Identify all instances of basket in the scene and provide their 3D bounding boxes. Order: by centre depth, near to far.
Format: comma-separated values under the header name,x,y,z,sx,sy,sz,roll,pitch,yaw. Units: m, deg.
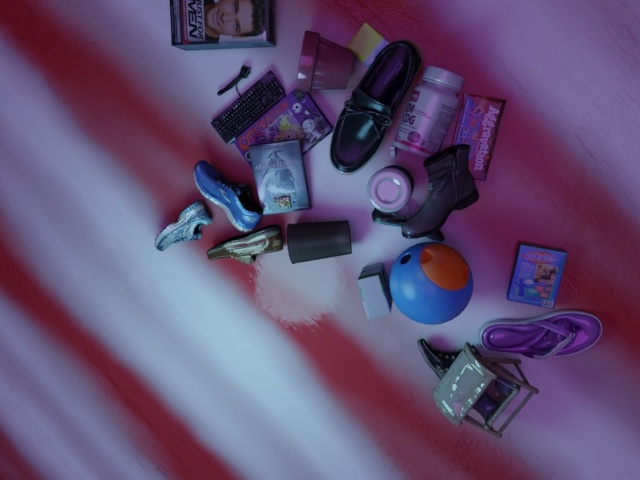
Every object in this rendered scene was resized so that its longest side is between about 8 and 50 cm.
name,x,y,z,sx,sy,sz,roll,pitch,yaw
basket,0.000,0.000,1.864,0.226,0.204,0.154,-7,96,6

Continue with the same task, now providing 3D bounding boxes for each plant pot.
name,x,y,z,sx,sy,sz,roll,pitch,yaw
plant pot,0.016,-0.611,1.735,0.180,0.201,0.202,10,104,-5

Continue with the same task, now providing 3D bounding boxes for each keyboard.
name,x,y,z,sx,sy,sz,roll,pitch,yaw
keyboard,-0.299,-0.537,1.901,0.317,0.033,0.202,-36,91,17

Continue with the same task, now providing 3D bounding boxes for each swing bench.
name,x,y,z,sx,sy,sz,roll,pitch,yaw
swing bench,0.579,0.537,1.779,0.254,0.165,0.254,19,115,-13

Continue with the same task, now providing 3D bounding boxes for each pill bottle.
name,x,y,z,sx,sy,sz,roll,pitch,yaw
pill bottle,0.370,-0.431,1.689,0.160,0.160,0.283,23,105,8
pill bottle,0.247,-0.184,1.715,0.146,0.264,0.147,3,102,12

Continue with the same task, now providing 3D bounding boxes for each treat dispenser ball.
name,x,y,z,sx,sy,sz,roll,pitch,yaw
treat dispenser ball,0.384,0.149,1.736,0.287,0.288,0.289,3,102,13

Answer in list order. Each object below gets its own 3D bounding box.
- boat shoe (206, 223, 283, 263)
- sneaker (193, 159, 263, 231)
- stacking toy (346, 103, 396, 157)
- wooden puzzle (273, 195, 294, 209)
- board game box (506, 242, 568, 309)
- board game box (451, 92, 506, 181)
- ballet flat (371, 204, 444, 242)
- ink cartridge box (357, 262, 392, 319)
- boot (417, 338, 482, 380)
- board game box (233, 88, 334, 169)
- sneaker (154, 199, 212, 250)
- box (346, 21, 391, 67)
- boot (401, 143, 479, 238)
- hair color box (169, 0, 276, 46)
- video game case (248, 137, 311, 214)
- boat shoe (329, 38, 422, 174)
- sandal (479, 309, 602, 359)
name,x,y,z,sx,sy,sz,roll,pitch,yaw
boat shoe,-0.297,0.036,1.971,0.323,0.122,0.120,-16,100,17
sneaker,-0.345,-0.194,1.918,0.330,0.130,0.147,44,127,-6
stacking toy,0.181,-0.393,1.800,0.166,0.052,0.222,-5,99,15
wooden puzzle,-0.140,-0.145,1.909,0.083,0.006,0.050,-5,112,8
board game box,0.765,0.125,1.763,0.159,0.047,0.211,11,104,12
board game box,0.538,-0.359,1.732,0.144,0.027,0.282,13,104,10
ballet flat,0.325,-0.077,1.810,0.280,0.095,0.096,18,93,10
ink cartridge box,0.205,0.181,1.830,0.086,0.208,0.153,-16,98,13
boot,0.494,0.430,1.873,0.178,0.085,0.236,-36,98,16
board game box,-0.142,-0.397,1.884,0.346,0.056,0.208,-36,87,18
sneaker,-0.559,-0.033,2.028,0.283,0.110,0.122,-40,93,18
box,0.192,-0.664,1.747,0.178,0.042,0.109,41,108,2
boot,0.379,-0.172,1.677,0.338,0.118,0.223,-36,122,-19
hair color box,-0.356,-0.806,1.817,0.373,0.113,0.186,3,102,13
video game case,-0.152,-0.238,1.888,0.195,0.026,0.275,-6,113,8
boat shoe,0.172,-0.452,1.691,0.186,0.156,0.501,34,107,6
sandal,0.786,0.355,1.775,0.415,0.102,0.170,-10,99,15
